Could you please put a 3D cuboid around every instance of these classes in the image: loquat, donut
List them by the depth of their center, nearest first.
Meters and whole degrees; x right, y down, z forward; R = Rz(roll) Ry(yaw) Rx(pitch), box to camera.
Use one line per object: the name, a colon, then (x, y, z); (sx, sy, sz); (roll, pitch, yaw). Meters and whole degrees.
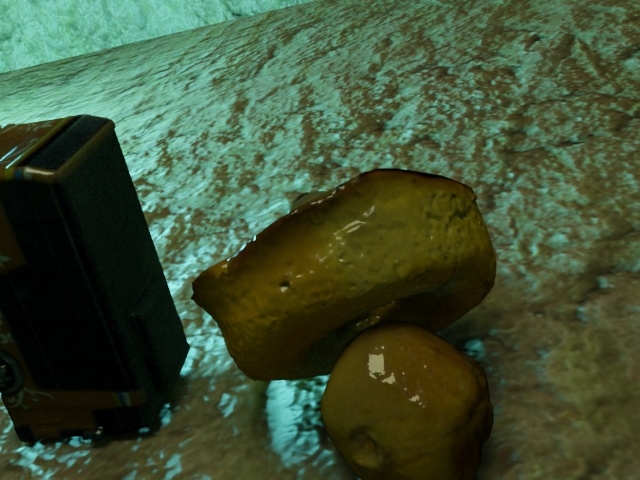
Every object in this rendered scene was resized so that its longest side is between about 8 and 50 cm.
loquat: (0.066, 0.120, 0.604); (0.137, 0.113, 0.137); (16, 23, -7)
donut: (0.023, 0.029, 0.673); (0.254, 0.253, 0.118); (-18, 67, -5)

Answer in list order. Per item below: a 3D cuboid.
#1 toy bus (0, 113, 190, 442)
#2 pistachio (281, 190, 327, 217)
toy bus: (-0.230, 0.038, 0.732); (0.167, 0.275, 0.138); (-5, 28, 13)
pistachio: (0.000, 0.000, 0.867); (0.113, 0.113, 0.149); (-6, 23, 19)
